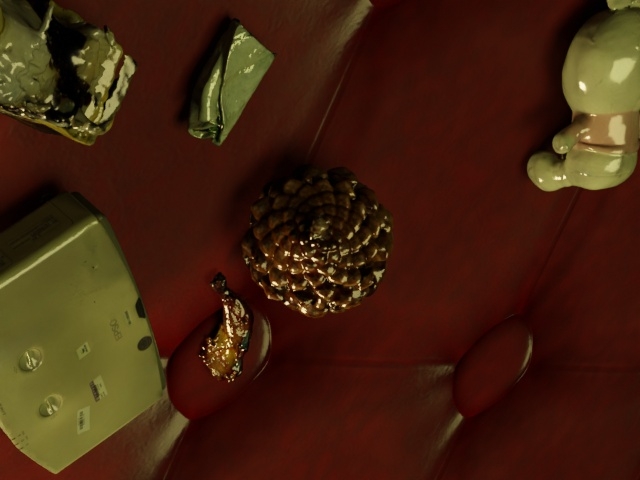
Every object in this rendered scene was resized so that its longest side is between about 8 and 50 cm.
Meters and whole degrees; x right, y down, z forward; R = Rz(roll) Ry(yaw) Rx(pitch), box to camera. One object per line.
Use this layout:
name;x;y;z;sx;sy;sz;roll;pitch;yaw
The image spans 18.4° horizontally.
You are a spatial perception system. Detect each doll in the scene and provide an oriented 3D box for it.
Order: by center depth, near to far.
doll;0.339;-0.170;2.296;0.155;0.113;0.275;-7;124;-40

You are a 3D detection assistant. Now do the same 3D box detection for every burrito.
burrito;-0.092;-0.151;1.911;0.118;0.044;0.074;-58;146;2

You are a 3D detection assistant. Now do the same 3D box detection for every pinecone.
pinecone;0.000;0.000;2.050;0.174;0.173;0.173;-27;136;-30

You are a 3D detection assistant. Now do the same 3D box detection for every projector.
projector;-0.264;0.096;1.888;0.193;0.088;0.269;-35;139;-20

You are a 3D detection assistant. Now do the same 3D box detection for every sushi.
sushi;-0.244;-0.165;1.655;0.291;0.131;0.139;22;91;-64

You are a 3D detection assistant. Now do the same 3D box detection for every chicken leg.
chicken leg;-0.098;0.092;2.113;0.062;0.037;0.145;-9;128;-26
